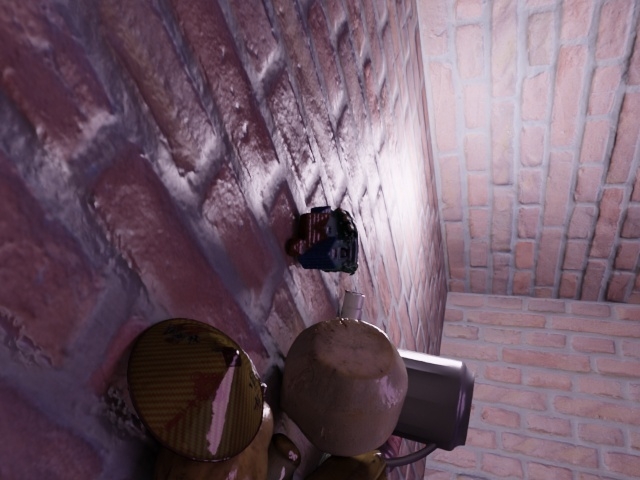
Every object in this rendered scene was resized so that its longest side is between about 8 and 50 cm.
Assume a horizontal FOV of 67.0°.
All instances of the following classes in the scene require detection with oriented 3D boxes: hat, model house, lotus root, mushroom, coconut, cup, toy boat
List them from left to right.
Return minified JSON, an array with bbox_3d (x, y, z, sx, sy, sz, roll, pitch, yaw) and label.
[{"bbox_3d":[-0.125,0.157,0.587,0.193,0.082,0.193,36,27,-22],"label":"hat"},{"bbox_3d":[-0.135,0.295,0.641,0.257,0.140,0.155,-71,141,-60],"label":"lotus root"},{"bbox_3d":[-0.113,0.478,0.777,0.107,0.087,0.333,88,18,-55],"label":"mushroom"},{"bbox_3d":[0.000,0.000,1.011,0.148,0.119,0.148,2,90,-61],"label":"model house"},{"bbox_3d":[0.041,0.292,0.963,0.245,0.244,0.247,-56,161,-54],"label":"coconut"},{"bbox_3d":[0.045,0.488,0.876,0.445,0.135,0.162,28,67,-68],"label":"toy boat"},{"bbox_3d":[0.236,0.460,1.323,0.237,0.326,0.323,73,32,-55],"label":"cup"}]

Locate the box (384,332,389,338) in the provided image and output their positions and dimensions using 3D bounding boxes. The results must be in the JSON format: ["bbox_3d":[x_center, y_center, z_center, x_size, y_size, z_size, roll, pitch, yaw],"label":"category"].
[{"bbox_3d":[0.214,0.451,1.694,0.122,0.032,0.220,69,31,-43],"label":"box"}]

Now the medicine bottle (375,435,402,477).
[{"bbox_3d":[0.158,0.605,1.413,0.247,0.147,0.147,-52,139,-56],"label":"medicine bottle"}]

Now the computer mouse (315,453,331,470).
[{"bbox_3d":[0.031,0.607,1.147,0.159,0.097,0.289,-18,118,-53],"label":"computer mouse"}]

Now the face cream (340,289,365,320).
[{"bbox_3d":[0.073,0.258,1.290,0.092,0.058,0.244,35,64,-72],"label":"face cream"}]
